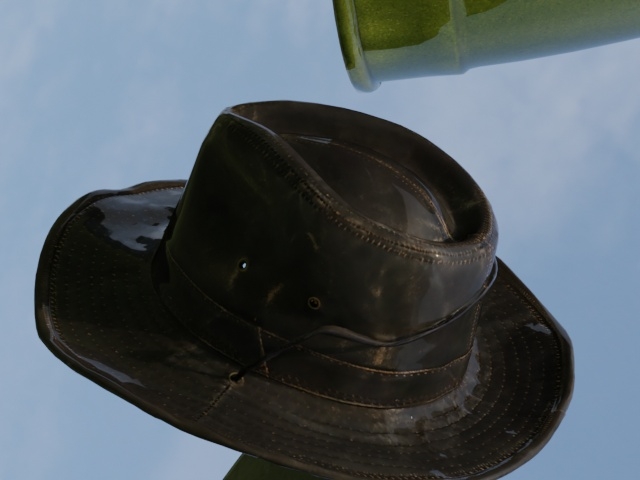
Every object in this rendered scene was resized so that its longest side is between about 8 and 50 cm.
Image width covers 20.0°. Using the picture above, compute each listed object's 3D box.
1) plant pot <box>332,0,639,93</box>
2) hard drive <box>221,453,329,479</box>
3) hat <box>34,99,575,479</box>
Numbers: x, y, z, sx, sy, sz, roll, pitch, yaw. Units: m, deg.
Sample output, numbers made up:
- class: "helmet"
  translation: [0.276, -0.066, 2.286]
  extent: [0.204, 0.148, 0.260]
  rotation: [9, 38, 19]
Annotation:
- class: "plant pot"
  translation: [0.195, -0.282, 1.161]
  extent: [0.353, 0.366, 0.366]
  rotation: [-1, -111, 8]
- class: "hard drive"
  translation: [0.000, 0.181, 1.254]
  extent: [0.255, 0.054, 0.172]
  rotation: [-48, -146, 34]
- class: "hat"
  translation: [0.000, 0.000, 1.053]
  extent: [0.331, 0.331, 0.134]
  rotation: [50, -42, 46]
